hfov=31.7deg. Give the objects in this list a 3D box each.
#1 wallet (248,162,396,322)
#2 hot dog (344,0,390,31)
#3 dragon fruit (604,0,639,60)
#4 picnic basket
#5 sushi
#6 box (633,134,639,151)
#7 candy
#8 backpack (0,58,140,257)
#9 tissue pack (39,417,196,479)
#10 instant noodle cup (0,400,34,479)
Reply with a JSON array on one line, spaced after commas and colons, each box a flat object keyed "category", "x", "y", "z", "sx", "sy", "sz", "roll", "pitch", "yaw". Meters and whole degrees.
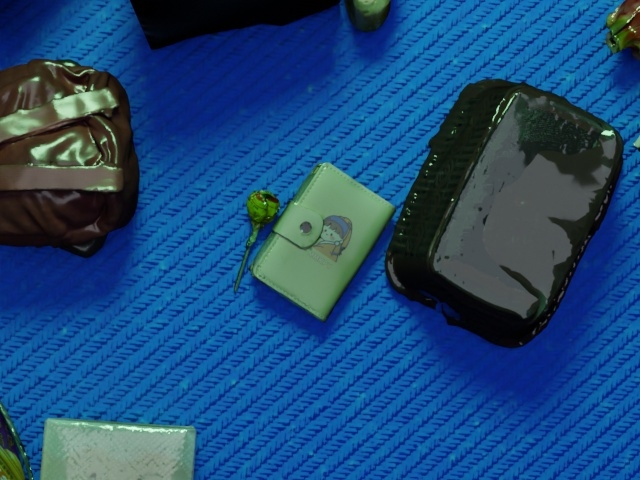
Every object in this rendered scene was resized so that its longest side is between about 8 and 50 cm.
[{"category": "wallet", "x": 0.000, "y": 0.000, "z": 1.279, "sx": 0.110, "sy": 0.039, "sz": 0.155, "roll": 34, "pitch": 85, "yaw": -6}, {"category": "hot dog", "x": 0.041, "y": -0.360, "z": 1.282, "sx": 0.073, "sy": 0.084, "sz": 0.242, "roll": -15, "pitch": 87, "yaw": -8}, {"category": "dragon fruit", "x": 0.373, "y": -0.249, "z": 1.296, "sx": 0.116, "sy": 0.081, "sz": 0.086, "roll": -16, "pitch": 67, "yaw": -17}, {"category": "picnic basket", "x": 0.213, "y": -0.042, "z": 1.251, "sx": 0.222, "sy": 0.129, "sz": 0.297, "roll": 27, "pitch": 84, "yaw": 0}, {"category": "sushi", "x": -0.105, "y": -0.343, "z": 1.204, "sx": 0.227, "sy": 0.215, "sz": 0.212, "roll": -15, "pitch": 87, "yaw": -4}, {"category": "box", "x": 0.522, "y": -0.129, "z": 1.269, "sx": 0.274, "sy": 0.091, "sz": 0.220, "roll": 30, "pitch": 86, "yaw": -15}, {"category": "candy", "x": -0.080, "y": 0.001, "z": 1.282, "sx": 0.035, "sy": 0.035, "sz": 0.123, "roll": 22, "pitch": 95, "yaw": 29}, {"category": "backpack", "x": -0.306, "y": -0.088, "z": 1.213, "sx": 0.229, "sy": 0.139, "sz": 0.229, "roll": 0, "pitch": 86, "yaw": -6}, {"category": "tissue pack", "x": -0.231, "y": 0.360, "z": 1.227, "sx": 0.170, "sy": 0.071, "sz": 0.325, "roll": 5, "pitch": 86, "yaw": -5}, {"category": "instant noodle cup", "x": -0.485, "y": 0.241, "z": 1.105, "sx": 0.266, "sy": 0.340, "sz": 0.340, "roll": -34, "pitch": 89, "yaw": 3}]
